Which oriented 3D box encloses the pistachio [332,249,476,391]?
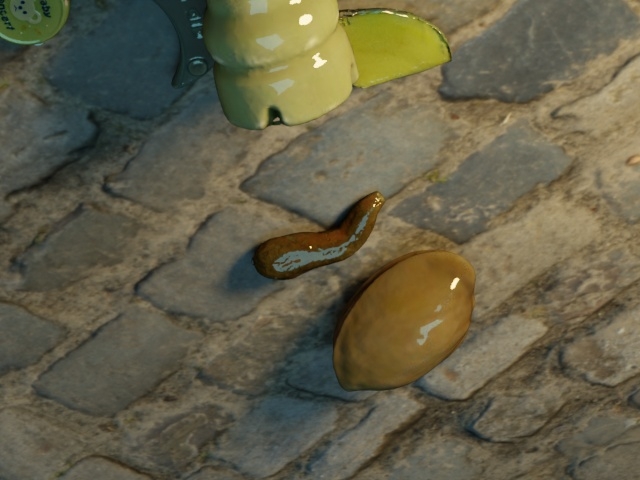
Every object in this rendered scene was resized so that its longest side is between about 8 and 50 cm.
[{"bbox_3d":[0.137,0.129,1.822,0.181,0.162,0.293,41,118,-14],"label":"pistachio"}]

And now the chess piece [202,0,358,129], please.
[{"bbox_3d":[-0.084,-0.355,1.344,0.234,0.234,0.442,-15,125,4],"label":"chess piece"}]

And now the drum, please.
[{"bbox_3d":[-0.446,-0.289,1.469,0.253,0.049,0.130,-18,129,6],"label":"drum"}]

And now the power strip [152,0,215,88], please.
[{"bbox_3d":[-0.194,-0.308,1.490,0.167,0.054,0.253,-36,124,20],"label":"power strip"}]

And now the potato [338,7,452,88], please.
[{"bbox_3d":[0.082,-0.273,1.561,0.197,0.054,0.119,-6,128,-8],"label":"potato"}]

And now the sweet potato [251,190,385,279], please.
[{"bbox_3d":[0.004,0.004,1.766,0.233,0.062,0.081,-25,126,7],"label":"sweet potato"}]
